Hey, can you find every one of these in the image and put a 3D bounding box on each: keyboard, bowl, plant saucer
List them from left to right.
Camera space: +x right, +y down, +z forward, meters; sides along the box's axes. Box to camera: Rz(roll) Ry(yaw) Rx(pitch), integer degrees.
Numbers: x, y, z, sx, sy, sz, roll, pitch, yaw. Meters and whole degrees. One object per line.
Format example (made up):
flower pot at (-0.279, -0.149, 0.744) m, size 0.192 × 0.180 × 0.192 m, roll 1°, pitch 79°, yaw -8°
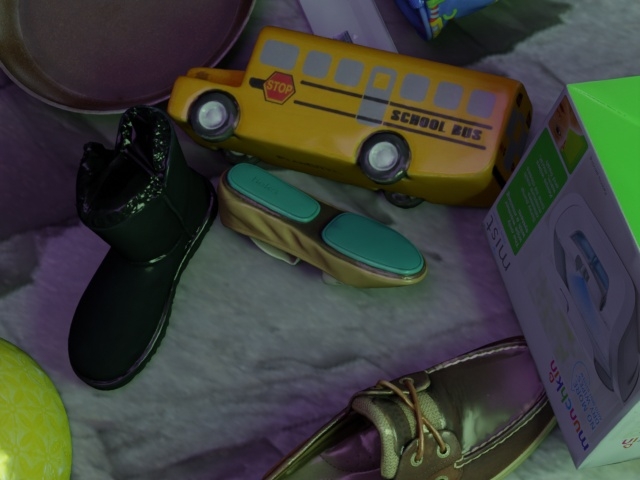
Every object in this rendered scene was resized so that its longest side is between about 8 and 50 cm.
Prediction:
bowl at (-0.399, 0.204, 1.634) m, size 0.289 × 0.156 × 0.290 m, roll -4°, pitch 72°, yaw 11°
plant saucer at (-0.207, -0.269, 1.803) m, size 0.310 × 0.050 × 0.311 m, roll -3°, pitch 71°, yaw 10°
keyboard at (0.034, -0.204, 1.750) m, size 0.072 × 0.014 × 0.256 m, roll -26°, pitch 68°, yaw 8°

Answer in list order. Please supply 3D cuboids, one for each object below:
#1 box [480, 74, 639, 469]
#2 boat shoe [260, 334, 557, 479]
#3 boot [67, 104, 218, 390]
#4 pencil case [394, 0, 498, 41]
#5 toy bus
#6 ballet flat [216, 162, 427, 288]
box at (0.270, 0.027, 1.482) m, size 0.126 × 0.231 × 0.262 m, roll -7°, pitch 62°, yaw -22°
boat shoe at (0.071, 0.186, 1.552) m, size 0.342 × 0.123 × 0.123 m, roll -27°, pitch 69°, yaw 2°
boot at (-0.193, 0.008, 1.624) m, size 0.094 × 0.207 × 0.246 m, roll 25°, pitch 80°, yaw 18°
pencil case at (0.207, -0.310, 1.684) m, size 0.306 × 0.133 × 0.119 m, roll -26°, pitch 102°, yaw 4°
toy bus at (0.026, -0.119, 1.660) m, size 0.332 × 0.108 × 0.130 m, roll 15°, pitch 81°, yaw 19°
ballet flat at (0.000, 0.000, 1.663) m, size 0.232 × 0.073 × 0.080 m, roll 29°, pitch 41°, yaw 21°
